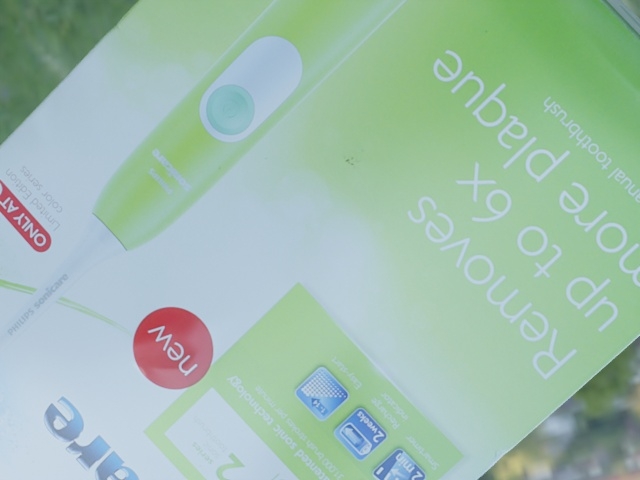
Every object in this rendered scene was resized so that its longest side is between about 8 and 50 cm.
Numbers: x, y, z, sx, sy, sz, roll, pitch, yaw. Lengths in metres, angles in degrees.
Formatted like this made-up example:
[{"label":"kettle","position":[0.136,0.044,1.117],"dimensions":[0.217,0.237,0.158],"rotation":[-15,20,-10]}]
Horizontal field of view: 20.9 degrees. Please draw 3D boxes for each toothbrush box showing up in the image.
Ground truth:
[{"label":"toothbrush box","position":[0.000,0.000,0.657],"dimensions":[0.283,0.206,0.122],"rotation":[-43,176,15]}]
